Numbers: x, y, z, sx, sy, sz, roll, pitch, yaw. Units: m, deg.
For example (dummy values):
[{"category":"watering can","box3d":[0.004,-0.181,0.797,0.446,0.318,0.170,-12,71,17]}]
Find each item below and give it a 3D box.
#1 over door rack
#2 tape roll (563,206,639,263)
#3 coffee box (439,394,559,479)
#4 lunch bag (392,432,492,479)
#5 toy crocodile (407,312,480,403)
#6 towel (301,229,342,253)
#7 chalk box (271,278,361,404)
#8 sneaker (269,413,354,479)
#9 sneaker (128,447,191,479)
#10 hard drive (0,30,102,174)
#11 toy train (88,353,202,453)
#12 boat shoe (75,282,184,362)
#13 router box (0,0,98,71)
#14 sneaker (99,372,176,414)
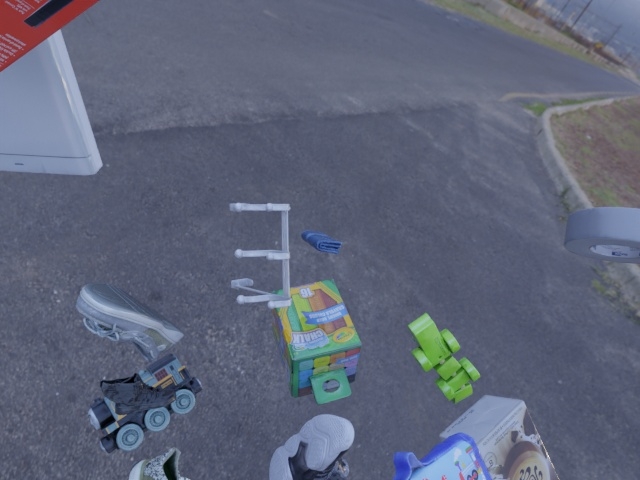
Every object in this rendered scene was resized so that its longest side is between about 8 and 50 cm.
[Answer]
[{"category":"over door rack","box3d":[-0.174,0.027,1.142,0.108,0.239,0.324,-2,5,-28]},{"category":"tape roll","box3d":[0.675,-0.008,1.042,0.219,0.072,0.219,12,-9,2]},{"category":"coffee box","box3d":[0.406,0.514,0.997,0.168,0.119,0.297,-27,93,-29]},{"category":"lunch bag","box3d":[0.148,0.401,0.568,0.221,0.138,0.293,-14,83,-39]},{"category":"toy crocodile","box3d":[0.329,0.325,1.256,0.340,0.115,0.105,53,-2,-26]},{"category":"towel","box3d":[0.000,0.000,1.086,0.067,0.029,0.119,9,11,-23]},{"category":"chalk box","box3d":[-0.009,0.273,1.193,0.180,0.179,0.289,-11,44,-15]},{"category":"sneaker","box3d":[0.016,0.460,0.987,0.153,0.268,0.101,25,36,-28]},{"category":"sneaker","box3d":[-0.477,0.813,1.417,0.158,0.182,0.410,46,4,-40]},{"category":"hard drive","box3d":[-0.473,-0.258,0.650,0.233,0.353,0.047,4,39,2]},{"category":"toy train","box3d":[-0.548,0.508,1.458,0.334,0.142,0.190,-30,91,-28]},{"category":"boat shoe","box3d":[-0.381,0.176,0.924,0.118,0.320,0.103,32,75,16]},{"category":"router box","box3d":[-0.344,-0.328,0.391,0.335,0.301,0.082,54,1,-3]},{"category":"sneaker","box3d":[-0.427,0.355,1.094,0.170,0.089,0.051,-4,7,-34]}]
